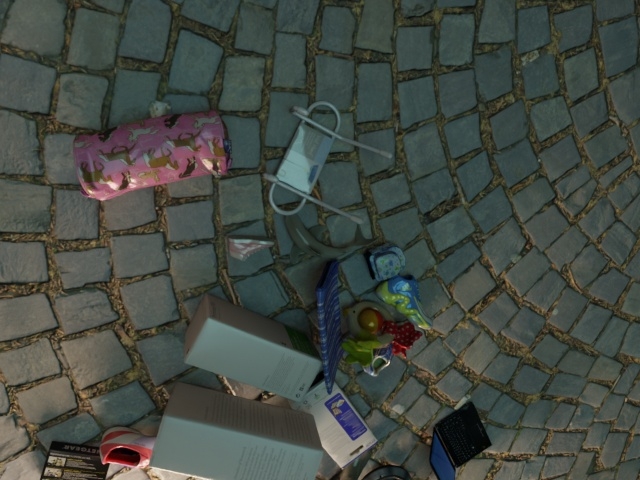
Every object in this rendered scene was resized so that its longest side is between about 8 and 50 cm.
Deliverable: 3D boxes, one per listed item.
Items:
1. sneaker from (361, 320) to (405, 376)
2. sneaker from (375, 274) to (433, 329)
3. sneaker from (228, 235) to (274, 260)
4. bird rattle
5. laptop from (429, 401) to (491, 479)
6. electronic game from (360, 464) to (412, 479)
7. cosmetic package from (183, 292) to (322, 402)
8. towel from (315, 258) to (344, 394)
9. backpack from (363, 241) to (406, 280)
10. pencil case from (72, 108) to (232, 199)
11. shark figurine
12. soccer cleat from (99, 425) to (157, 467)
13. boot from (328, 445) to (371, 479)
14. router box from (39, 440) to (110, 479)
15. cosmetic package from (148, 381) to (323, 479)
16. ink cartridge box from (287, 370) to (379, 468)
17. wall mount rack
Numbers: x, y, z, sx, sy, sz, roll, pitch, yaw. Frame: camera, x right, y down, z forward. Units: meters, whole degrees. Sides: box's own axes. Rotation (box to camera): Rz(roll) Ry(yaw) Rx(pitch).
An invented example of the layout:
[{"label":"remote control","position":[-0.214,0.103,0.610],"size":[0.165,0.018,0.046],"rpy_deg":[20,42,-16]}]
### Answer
[{"label":"sneaker","position":[0.224,0.364,1.632],"size":[0.080,0.081,0.211],"rpy_deg":[36,91,-19]},{"label":"sneaker","position":[0.300,0.191,1.603],"size":[0.240,0.091,0.126],"rpy_deg":[34,93,-20]},{"label":"sneaker","position":[-0.203,0.024,1.440],"size":[0.134,0.051,0.070],"rpy_deg":[2,106,-13]},{"label":"bird rattle","position":[0.179,0.274,1.540],"size":[0.253,0.207,0.143],"rpy_deg":[-14,147,-23]},{"label":"laptop","position":[0.516,0.773,1.794],"size":[0.264,0.136,0.234],"rpy_deg":[-30,111,-6]},{"label":"electronic game","position":[0.233,0.923,1.801],"size":[0.229,0.048,0.230],"rpy_deg":[-4,107,-15]},{"label":"cosmetic package","position":[-0.200,0.314,1.441],"size":[0.365,0.197,0.155],"rpy_deg":[27,97,-22]},{"label":"towel","position":[0.035,0.247,1.471],"size":[0.040,0.243,0.336],"rpy_deg":[-2,108,12]},{"label":"backpack","position":[0.210,0.067,1.548],"size":[0.114,0.084,0.105],"rpy_deg":[-24,112,-11]},{"label":"pencil case","position":[-0.422,-0.219,1.259],"size":[0.385,0.167,0.160],"rpy_deg":[-14,143,-12]},{"label":"shark figurine","position":[0.018,0.021,1.469],"size":[0.278,0.116,0.166],"rpy_deg":[12,102,-16]},{"label":"soccer cleat","position":[-0.499,0.641,1.485],"size":[0.318,0.116,0.109],"rpy_deg":[15,100,-18]},{"label":"boot","position":[0.117,0.835,1.685],"size":[0.083,0.161,0.247],"rpy_deg":[34,94,-21]},{"label":"router box","position":[-0.728,0.681,1.469],"size":[0.178,0.046,0.133],"rpy_deg":[18,99,-19]},{"label":"cosmetic package","position":[-0.239,0.580,1.440],"size":[0.452,0.230,0.162],"rpy_deg":[18,93,-9]},{"label":"ink cartridge box","position":[0.045,0.603,1.656],"size":[0.165,0.065,0.333],"rpy_deg":[-35,109,-5]},{"label":"wall mount rack","position":[0.011,-0.209,1.380],"size":[0.304,0.130,0.350],"rpy_deg":[24,91,-16]}]
